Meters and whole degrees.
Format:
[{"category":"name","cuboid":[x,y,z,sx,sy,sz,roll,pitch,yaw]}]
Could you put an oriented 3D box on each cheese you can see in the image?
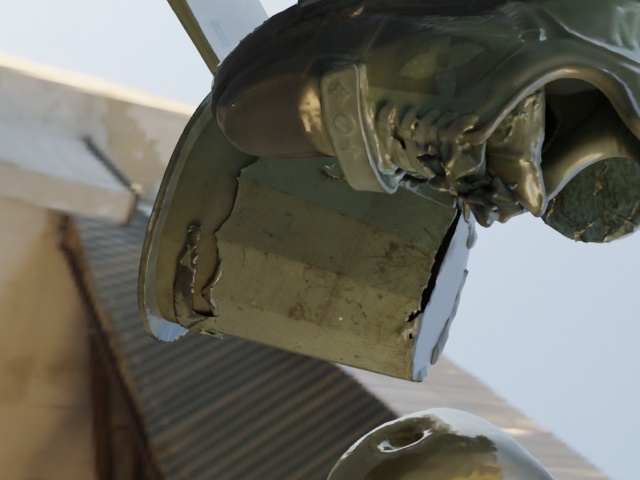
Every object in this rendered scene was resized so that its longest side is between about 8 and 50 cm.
[{"category":"cheese","cuboid":[0.103,0.250,1.206,0.218,0.235,0.117,-67,-158,0]}]

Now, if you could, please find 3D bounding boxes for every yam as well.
[{"category":"yam","cuboid":[0.247,-0.079,1.080,0.154,0.254,0.154,9,-75,38]}]

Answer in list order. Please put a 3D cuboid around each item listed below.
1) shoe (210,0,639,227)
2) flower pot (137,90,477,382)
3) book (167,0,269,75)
[{"category":"shoe","cuboid":[0.069,-0.070,0.864,0.293,0.109,0.149,-12,-130,16]},{"category":"flower pot","cuboid":[0.000,0.000,1.094,0.202,0.212,0.212,16,-83,17]},{"category":"book","cuboid":[-0.087,-0.207,1.427,0.025,0.282,0.215,-30,-90,13]}]
